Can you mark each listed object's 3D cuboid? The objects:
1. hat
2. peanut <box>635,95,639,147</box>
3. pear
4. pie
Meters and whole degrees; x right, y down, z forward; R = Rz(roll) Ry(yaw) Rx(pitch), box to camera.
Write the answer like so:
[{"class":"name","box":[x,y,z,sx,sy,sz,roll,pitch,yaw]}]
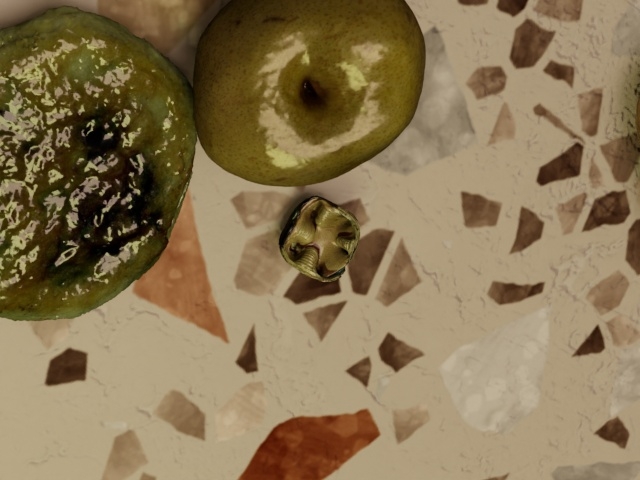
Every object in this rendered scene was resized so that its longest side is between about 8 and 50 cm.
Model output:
[{"class":"hat","box":[-0.001,0.000,1.677,0.076,0.059,0.077,29,87,1]},{"class":"peanut","box":[0.439,-0.068,1.820,0.153,0.140,0.325,-47,127,-21]},{"class":"pear","box":[-0.014,-0.153,1.522,0.228,0.211,0.188,-30,106,1]},{"class":"pie","box":[-0.249,-0.057,1.523,0.323,0.070,0.323,-11,118,-23]}]
